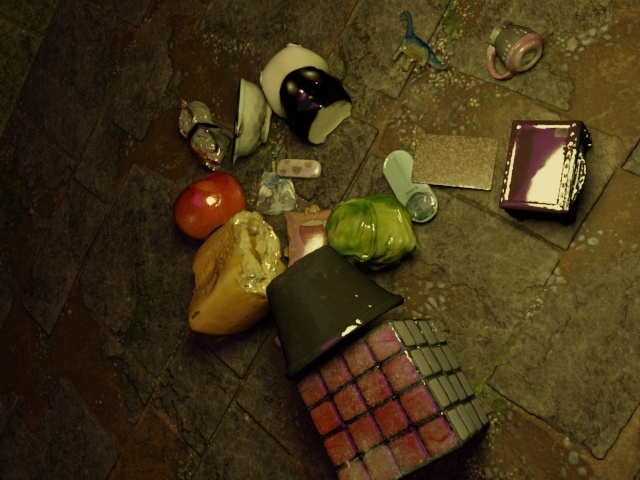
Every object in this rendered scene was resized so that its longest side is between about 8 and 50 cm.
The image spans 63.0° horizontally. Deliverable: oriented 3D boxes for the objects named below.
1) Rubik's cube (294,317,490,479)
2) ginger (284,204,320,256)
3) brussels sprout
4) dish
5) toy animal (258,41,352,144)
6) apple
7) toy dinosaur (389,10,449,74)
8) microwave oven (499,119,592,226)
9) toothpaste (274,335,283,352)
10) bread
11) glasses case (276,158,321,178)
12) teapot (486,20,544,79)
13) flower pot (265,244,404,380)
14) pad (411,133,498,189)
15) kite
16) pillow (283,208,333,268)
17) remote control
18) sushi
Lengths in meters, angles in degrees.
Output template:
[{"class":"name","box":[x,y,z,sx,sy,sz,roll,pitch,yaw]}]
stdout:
[{"class":"Rubik's cube","box":[0.199,0.430,1.399,0.344,0.337,0.344,-35,68,22]},{"class":"ginger","box":[-0.041,-0.006,1.754,0.193,0.052,0.176,-42,76,5]},{"class":"brussels sprout","box":[0.143,-0.024,1.527,0.259,0.294,0.227,-1,95,-15]},{"class":"dish","box":[-0.241,-0.420,1.837,0.120,0.303,0.303,5,84,-12]},{"class":"toy animal","box":[-0.058,-0.500,1.733,0.251,0.251,0.310,-46,72,16]},{"class":"apple","box":[-0.388,-0.114,1.851,0.271,0.251,0.207,-29,85,6]},{"class":"toy dinosaur","box":[0.321,-0.619,1.626,0.247,0.075,0.188,24,88,35]},{"class":"microwave oven","box":[0.588,-0.174,1.350,0.188,0.178,0.248,8,87,30]},{"class":"toothpaste","box":[-0.050,0.283,1.725,0.266,0.061,0.096,-49,65,23]},{"class":"bread","box":[-0.281,0.141,1.752,0.394,0.250,0.361,-44,37,29]},{"class":"glasses case","box":[-0.075,-0.247,1.805,0.164,0.041,0.063,6,86,24]},{"class":"teapot","box":[0.544,-0.543,1.482,0.116,0.148,0.146,-21,56,-12]},{"class":"flower pot","box":[0.000,0.178,1.407,0.379,0.379,0.251,-39,78,19]},{"class":"pad","box":[0.392,-0.235,1.537,0.234,0.003,0.158,8,80,21]},{"class":"kite","box":[-0.151,-0.241,1.870,0.169,0.015,0.310,-1,84,28]},{"class":"pillow","box":[0.000,0.000,1.676,0.235,0.084,0.224,-6,77,-6]},{"class":"remote control","box":[0.276,-0.165,1.596,0.104,0.052,0.248,-33,69,22]},{"class":"sushi","box":[-0.441,-0.408,1.989,0.130,0.124,0.332,-50,64,26]}]
